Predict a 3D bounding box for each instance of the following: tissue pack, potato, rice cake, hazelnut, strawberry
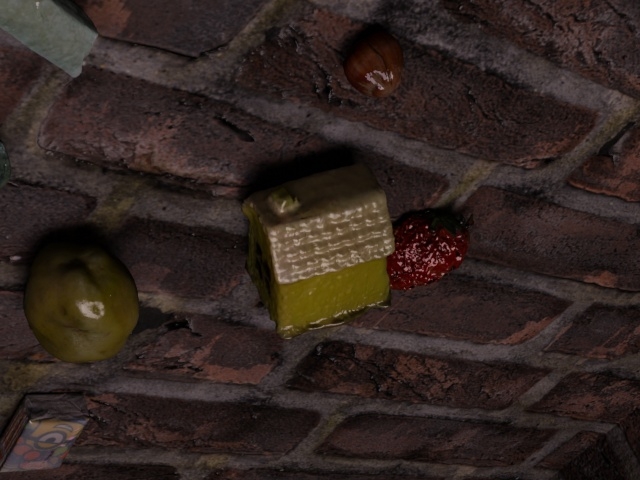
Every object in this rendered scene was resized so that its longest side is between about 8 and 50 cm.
[{"bbox_3d":[-0.447,0.310,2.144,0.108,0.060,0.148,5,136,-36],"label":"tissue pack"},{"bbox_3d":[-0.328,0.086,1.838,0.154,0.137,0.200,-11,146,-20],"label":"potato"},{"bbox_3d":[-0.318,-0.255,1.436,0.069,0.063,0.206,-41,146,12],"label":"rice cake"},{"bbox_3d":[0.070,-0.223,1.722,0.086,0.086,0.086,-17,146,-12],"label":"hazelnut"},{"bbox_3d":[0.160,0.022,2.123,0.192,0.085,0.140,-15,148,-13],"label":"strawberry"}]

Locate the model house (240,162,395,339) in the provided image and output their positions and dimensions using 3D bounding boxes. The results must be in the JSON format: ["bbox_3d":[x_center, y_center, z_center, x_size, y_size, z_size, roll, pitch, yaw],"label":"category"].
[{"bbox_3d":[0.000,0.000,1.900,0.193,0.175,0.234,-16,149,-13],"label":"model house"}]

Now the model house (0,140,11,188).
[{"bbox_3d":[-0.421,-0.083,1.624,0.083,0.066,0.079,-32,140,-23],"label":"model house"}]
